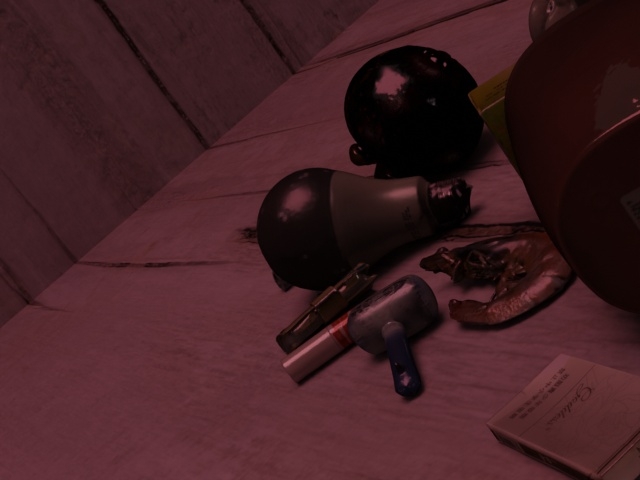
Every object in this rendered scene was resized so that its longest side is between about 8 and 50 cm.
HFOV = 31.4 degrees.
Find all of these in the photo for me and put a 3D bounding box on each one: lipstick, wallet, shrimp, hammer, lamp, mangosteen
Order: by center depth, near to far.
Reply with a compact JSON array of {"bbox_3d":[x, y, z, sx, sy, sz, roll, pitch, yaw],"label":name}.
[{"bbox_3d":[0.094,0.121,1.353,0.116,0.069,0.194,-32,26,12],"label":"hammer"},{"bbox_3d":[0.196,0.044,1.364,0.143,0.052,0.251,-49,22,-27],"label":"shrimp"},{"bbox_3d":[0.010,0.135,1.500,0.130,0.038,0.038,-36,17,3],"label":"lipstick"},{"bbox_3d":[0.007,0.093,1.564,0.155,0.039,0.110,-41,-7,-12],"label":"wallet"},{"bbox_3d":[0.062,-0.013,1.666,0.313,0.182,0.182,3,29,10],"label":"lamp"},{"bbox_3d":[0.140,-0.183,1.834,0.228,0.228,0.265,-75,9,-64],"label":"mangosteen"}]

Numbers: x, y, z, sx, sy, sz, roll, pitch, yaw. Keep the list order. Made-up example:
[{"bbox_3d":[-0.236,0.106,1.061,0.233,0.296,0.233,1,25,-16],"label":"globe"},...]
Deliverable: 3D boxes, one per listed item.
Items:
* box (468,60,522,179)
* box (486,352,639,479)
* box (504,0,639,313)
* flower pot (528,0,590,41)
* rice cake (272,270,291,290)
[{"bbox_3d":[0.343,-0.183,1.449,0.260,0.175,0.062,-33,33,11],"label":"box"},{"bbox_3d":[0.237,0.160,1.018,0.109,0.029,0.198,-41,16,-13],"label":"box"},{"bbox_3d":[0.328,-0.081,1.081,0.301,0.301,0.216,-29,26,23],"label":"box"},{"bbox_3d":[0.412,-0.312,1.571,0.246,0.246,0.195,-37,-15,-4],"label":"flower pot"},{"bbox_3d":[0.000,0.000,1.868,0.211,0.043,0.034,-43,26,-21],"label":"rice cake"}]
